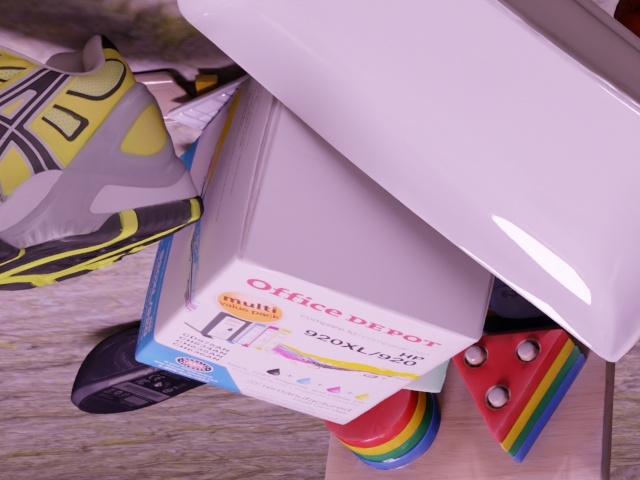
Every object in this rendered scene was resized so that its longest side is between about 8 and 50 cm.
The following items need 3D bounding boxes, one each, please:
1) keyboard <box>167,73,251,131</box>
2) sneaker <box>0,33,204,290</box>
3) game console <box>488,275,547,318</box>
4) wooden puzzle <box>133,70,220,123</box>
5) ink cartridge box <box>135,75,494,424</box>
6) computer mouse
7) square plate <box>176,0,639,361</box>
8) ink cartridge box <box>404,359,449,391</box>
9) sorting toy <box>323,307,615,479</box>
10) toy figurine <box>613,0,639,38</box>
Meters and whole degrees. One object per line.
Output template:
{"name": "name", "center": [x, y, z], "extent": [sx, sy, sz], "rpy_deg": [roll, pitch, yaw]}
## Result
{"name": "keyboard", "center": [0.005, -0.111, 1.230], "extent": [0.072, 0.014, 0.256], "rpy_deg": [13, 156, -42]}
{"name": "sneaker", "center": [-0.235, -0.038, 1.086], "extent": [0.145, 0.147, 0.384], "rpy_deg": [-25, 172, 33]}
{"name": "game console", "center": [0.223, 0.023, 1.313], "extent": [0.250, 0.173, 0.293], "rpy_deg": [-9, 145, 13]}
{"name": "wooden puzzle", "center": [-0.122, -0.101, 1.300], "extent": [0.116, 0.014, 0.078], "rpy_deg": [-3, 161, 10]}
{"name": "ink cartridge box", "center": [0.000, 0.000, 1.238], "extent": [0.171, 0.168, 0.232], "rpy_deg": [19, 155, -15]}
{"name": "computer mouse", "center": [-0.159, 0.125, 2.071], "extent": [0.272, 0.072, 0.188], "rpy_deg": [-18, 158, 17]}
{"name": "square plate", "center": [0.062, -0.089, 0.953], "extent": [0.344, 0.049, 0.347], "rpy_deg": [39, 167, 7]}
{"name": "ink cartridge box", "center": [0.017, 0.014, 1.409], "extent": [0.224, 0.181, 0.056], "rpy_deg": [10, -171, -35]}
{"name": "sorting toy", "center": [0.121, 0.093, 1.603], "extent": [0.257, 0.256, 0.089], "rpy_deg": [-8, 148, 26]}
{"name": "toy figurine", "center": [0.267, -0.087, 0.980], "extent": [0.213, 0.210, 0.148], "rpy_deg": [0, 160, -5]}
